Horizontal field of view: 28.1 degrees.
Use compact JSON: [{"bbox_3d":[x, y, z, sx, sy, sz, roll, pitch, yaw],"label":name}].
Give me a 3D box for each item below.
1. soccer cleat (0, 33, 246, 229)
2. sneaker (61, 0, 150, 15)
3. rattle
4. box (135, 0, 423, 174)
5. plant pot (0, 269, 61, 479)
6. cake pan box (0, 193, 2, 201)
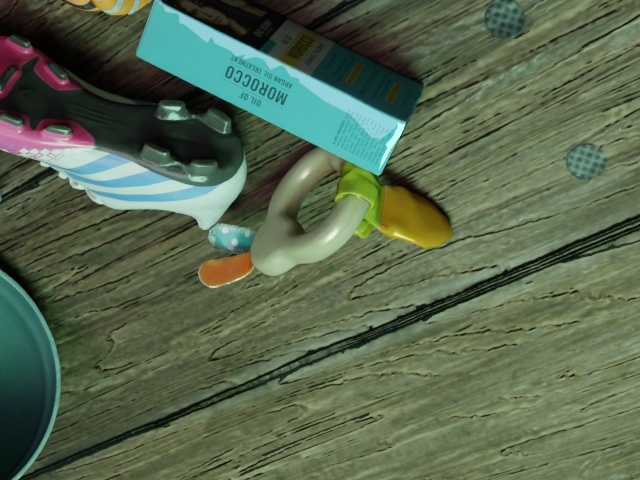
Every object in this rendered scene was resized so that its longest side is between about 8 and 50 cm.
[{"bbox_3d":[-0.234,-0.093,1.227,0.331,0.116,0.143,20,146,-1],"label":"soccer cleat"},{"bbox_3d":[-0.203,-0.363,1.081,0.180,0.124,0.321,22,102,31],"label":"sneaker"},{"bbox_3d":[0.000,0.000,1.238,0.199,0.130,0.143,-44,143,20],"label":"rattle"},{"bbox_3d":[-0.034,-0.154,1.156,0.244,0.100,0.060,26,120,1],"label":"box"},{"bbox_3d":[-0.445,0.174,1.370,0.293,0.293,0.196,37,147,-5],"label":"plant pot"},{"bbox_3d":[-0.468,-0.141,1.310,0.267,0.070,0.246,3,120,15],"label":"cake pan box"}]
